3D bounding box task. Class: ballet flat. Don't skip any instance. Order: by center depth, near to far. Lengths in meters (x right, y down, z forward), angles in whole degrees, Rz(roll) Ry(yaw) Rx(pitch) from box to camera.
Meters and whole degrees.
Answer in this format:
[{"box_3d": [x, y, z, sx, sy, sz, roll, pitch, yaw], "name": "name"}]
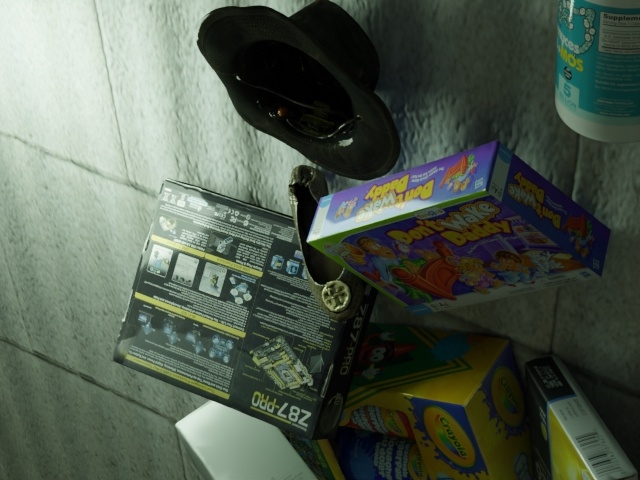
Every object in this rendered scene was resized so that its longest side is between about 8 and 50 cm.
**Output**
[{"box_3d": [0.000, 0.000, 1.881, 0.084, 0.058, 0.249, -21, 71, 19], "name": "ballet flat"}]

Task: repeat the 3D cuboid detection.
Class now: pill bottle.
[{"box_3d": [0.331, -0.247, 1.383, 0.146, 0.146, 0.264, 19, 137, 27], "name": "pill bottle"}]

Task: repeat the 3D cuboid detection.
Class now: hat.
[{"box_3d": [-0.001, -0.231, 1.700, 0.331, 0.134, 0.331, 30, 159, 12], "name": "hat"}]

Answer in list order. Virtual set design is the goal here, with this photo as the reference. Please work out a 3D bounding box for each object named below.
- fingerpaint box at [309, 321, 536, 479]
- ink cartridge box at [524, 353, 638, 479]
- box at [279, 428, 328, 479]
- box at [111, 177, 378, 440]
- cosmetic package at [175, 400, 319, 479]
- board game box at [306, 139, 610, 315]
[{"box_3d": [0.181, 0.358, 2.101, 0.371, 0.163, 0.444, 5, 130, 38], "name": "fingerpaint box"}, {"box_3d": [0.379, 0.371, 1.837, 0.303, 0.072, 0.307, -116, 16, -61], "name": "ink cartridge box"}, {"box_3d": [-0.011, 0.393, 2.408, 0.207, 0.036, 0.114, 52, 141, -13], "name": "box"}, {"box_3d": [-0.117, 0.103, 2.013, 0.395, 0.318, 0.097, 17, -179, 27], "name": "box"}, {"box_3d": [-0.084, 0.465, 2.281, 0.385, 0.156, 0.217, 47, 163, 29], "name": "cosmetic package"}, {"box_3d": [0.182, -0.006, 1.741, 0.233, 0.078, 0.347, 34, 149, -29], "name": "board game box"}]
